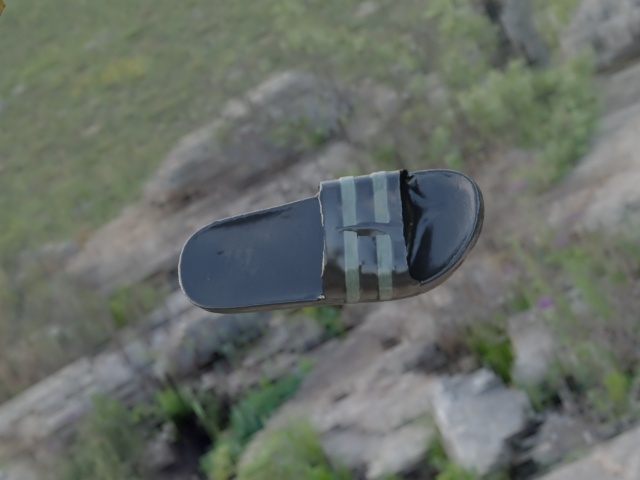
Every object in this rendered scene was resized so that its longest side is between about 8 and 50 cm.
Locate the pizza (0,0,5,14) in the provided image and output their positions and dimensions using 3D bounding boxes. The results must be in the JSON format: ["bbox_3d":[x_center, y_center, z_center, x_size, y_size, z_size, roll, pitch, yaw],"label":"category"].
[{"bbox_3d":[-0.117,-0.050,0.446,0.188,0.199,0.062,-14,-12,32],"label":"pizza"}]

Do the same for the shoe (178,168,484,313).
[{"bbox_3d":[0.000,0.000,1.031,0.179,0.049,0.071,-11,70,16],"label":"shoe"}]
